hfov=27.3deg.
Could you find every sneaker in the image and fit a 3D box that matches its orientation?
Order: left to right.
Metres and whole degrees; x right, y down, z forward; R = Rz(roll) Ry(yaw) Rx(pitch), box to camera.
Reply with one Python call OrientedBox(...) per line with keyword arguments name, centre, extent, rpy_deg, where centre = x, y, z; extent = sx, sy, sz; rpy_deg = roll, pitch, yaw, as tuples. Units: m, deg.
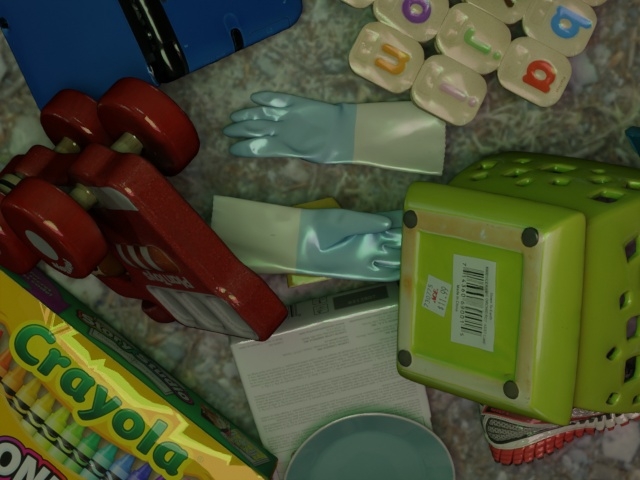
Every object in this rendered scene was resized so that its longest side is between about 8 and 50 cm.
OrientedBox(name="sneaker", centre=(0.272, 0.155, 1.386), extent=(0.225, 0.088, 0.093), rpy_deg=(-24, 99, 4))

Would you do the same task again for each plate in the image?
OrientedBox(name="plate", centre=(0.051, 0.260, 1.420), extent=(0.188, 0.024, 0.188), rpy_deg=(-2, 114, -5))

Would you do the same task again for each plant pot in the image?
OrientedBox(name="plant pot", centre=(0.000, 0.000, 1.359), extent=(0.081, 0.081, 0.083), rpy_deg=(-12, 88, 2))
OrientedBox(name="plant pot", centre=(0.200, 0.045, 1.243), extent=(0.207, 0.227, 0.228), rpy_deg=(-10, 107, -45))

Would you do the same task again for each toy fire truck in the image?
OrientedBox(name="toy fire truck", centre=(-0.189, -0.004, 1.260), extent=(0.169, 0.302, 0.254), rpy_deg=(-51, 117, -24))

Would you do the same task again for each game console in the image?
OrientedBox(name="game console", centre=(-0.201, -0.300, 1.324), extent=(0.250, 0.173, 0.293), rpy_deg=(-29, 102, -27))

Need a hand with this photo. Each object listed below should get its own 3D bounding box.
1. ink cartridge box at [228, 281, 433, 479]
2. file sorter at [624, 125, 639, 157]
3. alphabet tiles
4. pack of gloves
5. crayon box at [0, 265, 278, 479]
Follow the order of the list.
OrientedBox(name="ink cartridge box", centre=(0.018, 0.169, 1.415), extent=(0.189, 0.066, 0.232), rpy_deg=(-14, 122, 2))
OrientedBox(name="file sorter", centre=(0.396, -0.079, 1.302), extent=(0.104, 0.170, 0.118), rpy_deg=(-32, 100, 1))
OrientedBox(name="alphabet tiles", centre=(0.144, -0.265, 1.308), extent=(0.278, 0.021, 0.284), rpy_deg=(26, 86, -4))
OrientedBox(name="pack of gloves", centre=(0.006, -0.061, 1.313), extent=(0.232, 0.046, 0.195), rpy_deg=(3, 75, 6))
OrientedBox(name="crayon box", centre=(-0.280, 0.244, 1.366), extent=(0.363, 0.106, 0.313), rpy_deg=(38, 99, 0))
